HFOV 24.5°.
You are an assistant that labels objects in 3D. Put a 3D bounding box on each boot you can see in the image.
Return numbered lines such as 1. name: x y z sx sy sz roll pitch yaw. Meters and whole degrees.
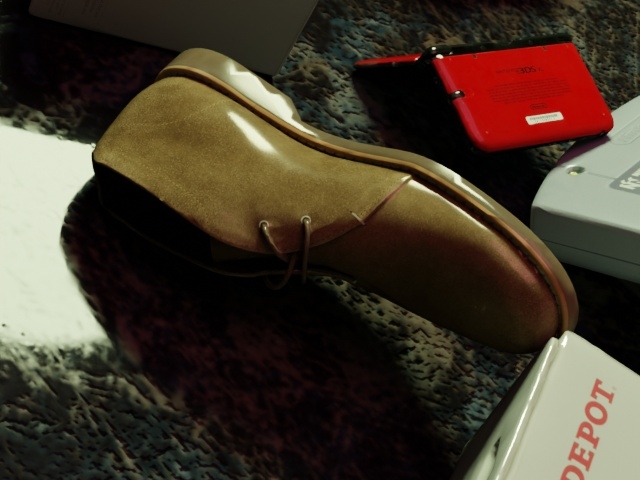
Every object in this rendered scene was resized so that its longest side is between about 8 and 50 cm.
1. boot: 0.000 0.000 0.860 0.305 0.112 0.115 28 49 21

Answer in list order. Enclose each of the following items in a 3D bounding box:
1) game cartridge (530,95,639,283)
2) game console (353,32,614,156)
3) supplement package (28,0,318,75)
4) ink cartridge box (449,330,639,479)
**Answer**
1. game cartridge: 0.286 -0.049 1.054 0.196 0.060 0.294 21 38 34
2. game console: 0.118 -0.104 1.069 0.144 0.085 0.124 -12 69 -37
3. supplement package: -0.096 -0.199 0.996 0.179 0.105 0.105 12 46 -21
4. ink cartridge box: 0.196 0.225 0.767 0.306 0.131 0.226 32 43 2
